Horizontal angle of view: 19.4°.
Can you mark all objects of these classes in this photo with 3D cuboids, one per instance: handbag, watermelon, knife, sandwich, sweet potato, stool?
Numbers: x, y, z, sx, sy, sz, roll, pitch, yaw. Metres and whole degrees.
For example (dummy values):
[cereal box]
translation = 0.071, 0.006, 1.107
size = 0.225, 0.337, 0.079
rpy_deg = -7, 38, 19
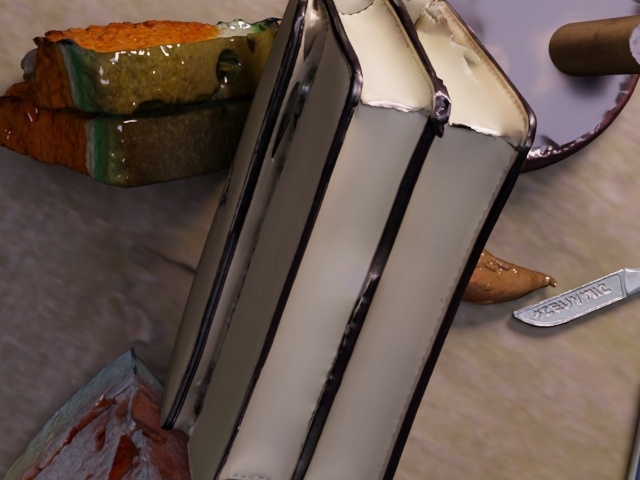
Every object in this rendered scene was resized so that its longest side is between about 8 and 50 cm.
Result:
[handbag]
translation = 0.000, 0.000, 1.368
size = 0.160, 0.236, 0.358
rpy_deg = 12, 116, -17
[watermelon]
translation = -0.130, 0.252, 1.425
size = 0.213, 0.201, 0.261
rpy_deg = -44, 97, -1
[knife]
translation = 0.262, 0.035, 1.592
size = 0.210, 0.015, 0.028
rpy_deg = -22, 96, -9
[sandwich]
translation = -0.142, -0.111, 1.444
size = 0.212, 0.292, 0.109
rpy_deg = 0, 100, 6
[sweet potato]
translation = 0.102, 0.019, 1.549
size = 0.206, 0.060, 0.068
rpy_deg = 14, 118, -17
[stool]
translation = 0.157, -0.193, 1.510
size = 0.272, 0.178, 0.272
rpy_deg = 0, 87, -7

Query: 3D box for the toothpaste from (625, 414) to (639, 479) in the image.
[toothpaste]
translation = 0.283, 0.176, 1.576
size = 0.057, 0.035, 0.197
rpy_deg = 11, 87, -2
